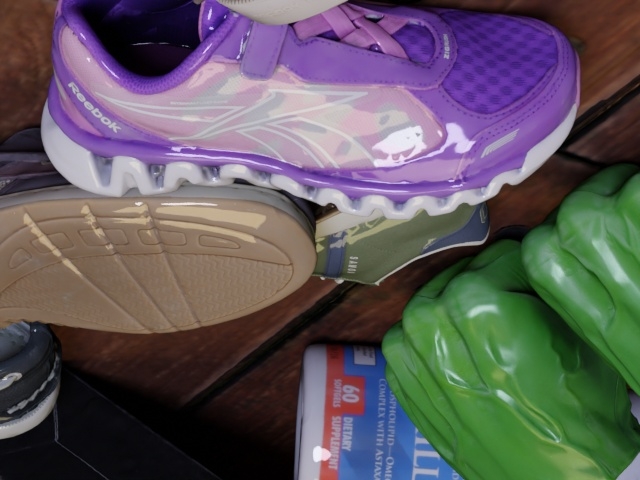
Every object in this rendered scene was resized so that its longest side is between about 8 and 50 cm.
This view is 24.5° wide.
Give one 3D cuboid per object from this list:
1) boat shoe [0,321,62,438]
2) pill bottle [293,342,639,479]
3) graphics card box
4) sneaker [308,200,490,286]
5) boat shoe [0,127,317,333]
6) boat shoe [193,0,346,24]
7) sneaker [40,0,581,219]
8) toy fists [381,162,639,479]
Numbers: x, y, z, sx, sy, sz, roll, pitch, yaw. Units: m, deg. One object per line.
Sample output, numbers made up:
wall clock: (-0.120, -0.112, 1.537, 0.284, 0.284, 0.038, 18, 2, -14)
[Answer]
boat shoe: (-0.308, 0.067, 0.877, 0.302, 0.114, 0.091, -5, 153, -10)
pill bottle: (0.095, 0.132, 0.937, 0.221, 0.124, 0.124, 3, 151, -2)
graphics card box: (-0.067, 0.246, 1.080, 0.232, 0.094, 0.371, 30, 166, 32)
sneaker: (0.000, 0.000, 0.764, 0.192, 0.064, 0.086, -20, 139, 29)
boat shoe: (-0.133, -0.010, 0.732, 0.285, 0.092, 0.103, -8, 137, 23)
boat shoe: (0.040, -0.163, 0.423, 0.096, 0.117, 0.324, 21, 152, -35)
sneaker: (-0.010, -0.074, 0.613, 0.236, 0.095, 0.104, 1, 143, 6)
toy fists: (0.141, 0.046, 0.771, 0.142, 0.096, 0.279, 48, 140, -5)
